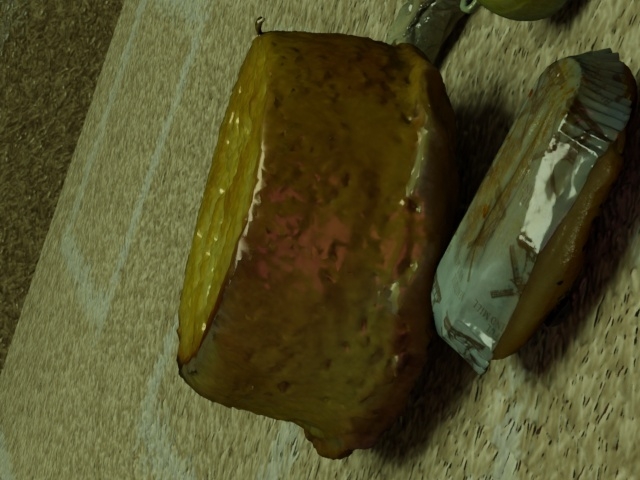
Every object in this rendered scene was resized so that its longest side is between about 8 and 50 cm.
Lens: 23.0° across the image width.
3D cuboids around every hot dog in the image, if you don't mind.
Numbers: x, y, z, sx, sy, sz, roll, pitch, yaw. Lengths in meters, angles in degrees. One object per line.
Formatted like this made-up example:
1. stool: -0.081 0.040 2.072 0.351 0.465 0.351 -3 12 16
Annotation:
1. hot dog: 0.169 -0.021 1.223 0.163 0.081 0.270 -94 28 -62

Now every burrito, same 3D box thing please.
1. burrito: 0.128 -0.253 1.575 0.063 0.058 0.229 -94 27 -50

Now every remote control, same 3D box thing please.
1. remote control: 0.180 0.038 1.260 0.034 0.016 0.091 -52 26 17

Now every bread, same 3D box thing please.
1. bread: 0.000 0.000 1.452 0.398 0.215 0.398 -166 90 -79

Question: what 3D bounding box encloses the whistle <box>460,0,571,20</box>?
1. whistle: 0.194 -0.276 1.349 0.223 0.123 0.123 -43 32 29
